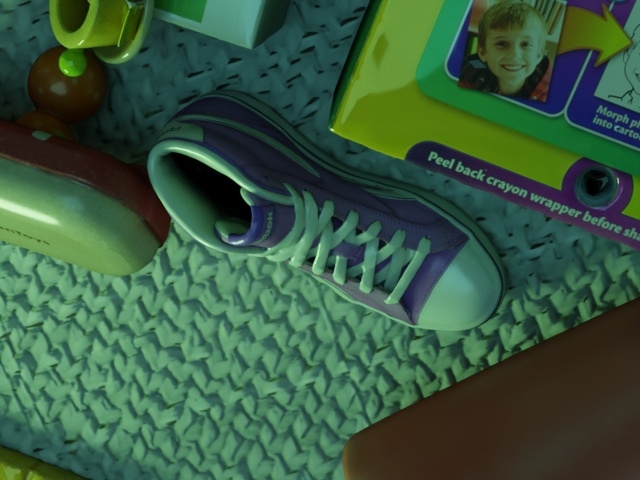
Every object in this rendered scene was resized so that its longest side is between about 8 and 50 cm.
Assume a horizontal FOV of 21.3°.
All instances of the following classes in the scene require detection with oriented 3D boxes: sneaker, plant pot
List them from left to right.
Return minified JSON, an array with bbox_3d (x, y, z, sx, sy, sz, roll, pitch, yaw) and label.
[{"bbox_3d":[-0.001,0.001,1.231,0.282,0.161,0.102,28,110,2],"label":"sneaker"},{"bbox_3d":[0.190,0.185,1.203,0.243,0.275,0.275,-38,96,12],"label":"plant pot"}]

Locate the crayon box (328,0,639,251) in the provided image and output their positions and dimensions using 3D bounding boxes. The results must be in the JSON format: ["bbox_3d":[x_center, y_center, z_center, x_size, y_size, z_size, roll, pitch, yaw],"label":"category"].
[{"bbox_3d":[0.228,-0.161,1.131,0.363,0.106,0.313,21,110,-5],"label":"crayon box"}]

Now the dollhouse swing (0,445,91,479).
[{"bbox_3d":[-0.346,0.356,1.345,0.346,0.305,0.315,20,111,7],"label":"dollhouse swing"}]

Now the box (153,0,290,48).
[{"bbox_3d":[-0.063,-0.202,1.211,0.087,0.102,0.101,19,109,5],"label":"box"}]

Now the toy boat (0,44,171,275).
[{"bbox_3d":[-0.211,-0.078,1.279,0.231,0.151,0.151,18,75,13],"label":"toy boat"}]

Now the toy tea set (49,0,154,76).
[{"bbox_3d":[-0.178,-0.291,1.155,0.200,0.124,0.336,38,118,45],"label":"toy tea set"}]
